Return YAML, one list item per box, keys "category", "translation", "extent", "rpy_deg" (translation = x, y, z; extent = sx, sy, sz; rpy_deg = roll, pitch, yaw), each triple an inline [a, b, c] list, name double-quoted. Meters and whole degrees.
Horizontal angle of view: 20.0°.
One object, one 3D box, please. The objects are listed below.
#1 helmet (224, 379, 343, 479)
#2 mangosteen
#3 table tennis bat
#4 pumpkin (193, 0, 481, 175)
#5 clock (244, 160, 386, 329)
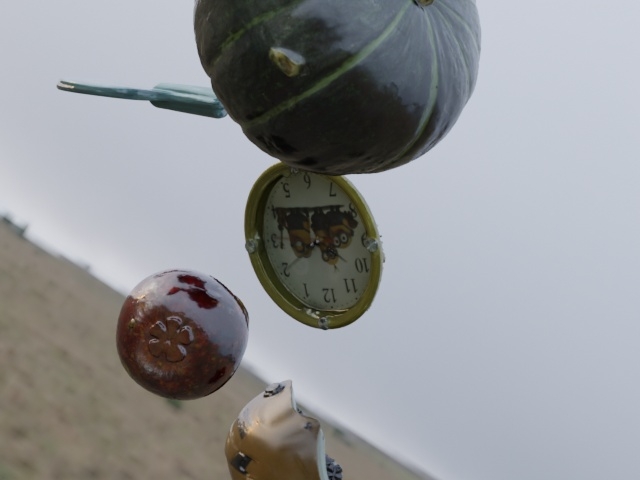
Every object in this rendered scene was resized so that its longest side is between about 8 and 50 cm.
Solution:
- category: "helmet"
  translation: [-0.056, 0.293, 2.387]
  extent: [0.224, 0.130, 0.198]
  rpy_deg: [-139, -151, -64]
- category: "mangosteen"
  translation: [-0.151, 0.093, 2.044]
  extent: [0.156, 0.146, 0.181]
  rpy_deg: [4, 25, 12]
- category: "table tennis bat"
  translation: [-0.222, -0.187, 2.310]
  extent: [0.237, 0.038, 0.149]
  rpy_deg: [10, 7, 25]
- category: "pumpkin"
  translation: [0.022, -0.223, 1.889]
  extent: [0.323, 0.323, 0.241]
  rpy_deg: [36, -46, -25]
- category: "clock"
  translation: [0.000, 0.000, 2.376]
  extent: [0.237, 0.237, 0.057]
  rpy_deg: [30, 33, 29]
